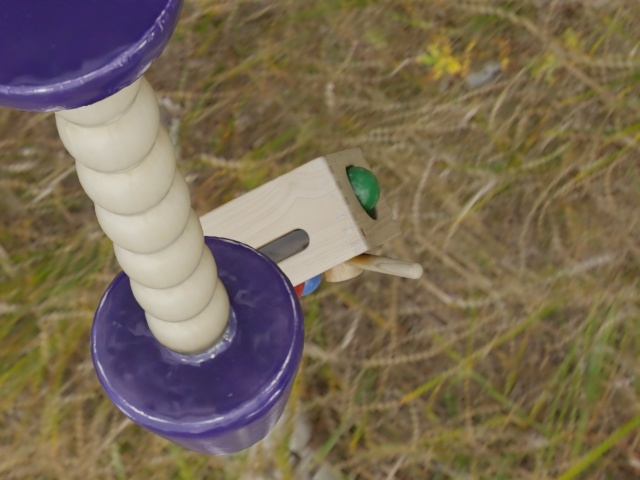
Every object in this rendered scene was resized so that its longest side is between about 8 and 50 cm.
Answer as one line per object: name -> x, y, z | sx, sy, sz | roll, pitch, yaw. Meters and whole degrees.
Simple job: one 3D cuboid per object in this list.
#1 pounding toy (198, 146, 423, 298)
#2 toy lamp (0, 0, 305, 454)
pounding toy -> 0.000, 0.000, 1.173 | 0.141, 0.130, 0.100 | -26, 89, 16
toy lamp -> -0.053, -0.001, 0.534 | 0.080, 0.080, 0.274 | 16, 157, 17
